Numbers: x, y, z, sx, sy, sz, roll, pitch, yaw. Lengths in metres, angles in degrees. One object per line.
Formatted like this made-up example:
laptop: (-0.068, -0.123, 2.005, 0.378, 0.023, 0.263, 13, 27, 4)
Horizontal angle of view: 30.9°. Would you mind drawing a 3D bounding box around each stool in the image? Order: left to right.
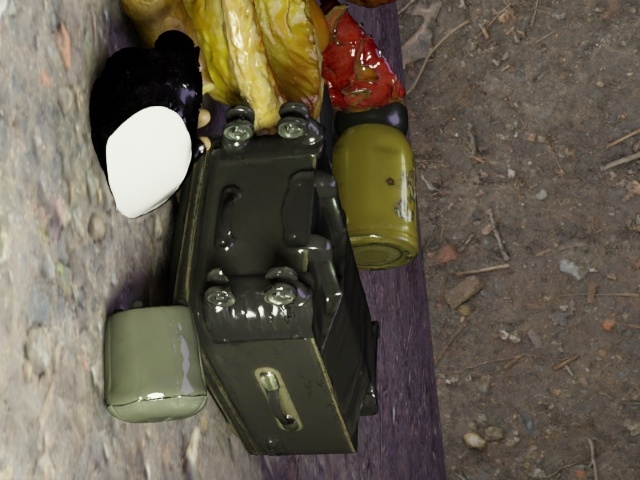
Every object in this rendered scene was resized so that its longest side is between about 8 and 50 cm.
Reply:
stool: (-0.155, 0.113, 1.076, 0.096, 0.096, 0.110, 37, 46, -75)

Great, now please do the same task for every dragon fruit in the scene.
dragon fruit: (0.030, -0.302, 2.032, 0.223, 0.148, 0.218, 51, 4, -38)

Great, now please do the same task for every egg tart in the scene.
egg tart: (-0.093, -0.259, 1.374, 0.319, 0.128, 0.318, -7, 90, -75)

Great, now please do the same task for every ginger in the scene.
ginger: (-0.170, -0.239, 1.156, 0.299, 0.065, 0.118, 72, 0, -56)

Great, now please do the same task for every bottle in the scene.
bottle: (0.101, -0.131, 2.198, 0.171, 0.172, 0.351, 60, 29, -65)

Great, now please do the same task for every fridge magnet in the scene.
fridge magnet: (-0.046, -0.329, 1.707, 0.143, 0.063, 0.143, 28, 43, -30)

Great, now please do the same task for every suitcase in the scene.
suitcase: (-0.049, 0.073, 1.346, 0.434, 0.194, 0.283, 70, 20, -55)

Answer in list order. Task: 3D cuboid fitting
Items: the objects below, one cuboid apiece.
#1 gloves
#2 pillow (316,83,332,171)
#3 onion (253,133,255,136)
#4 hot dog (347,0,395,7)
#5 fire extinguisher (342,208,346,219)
gloves: (-0.156, -0.123, 1.090, 0.203, 0.124, 0.164, -119, -138, -65)
pillow: (-0.036, -0.137, 1.724, 0.161, 0.093, 0.335, 45, 42, -60)
onion: (-0.054, -0.126, 1.586, 0.117, 0.119, 0.118, 44, 40, -43)
hot dog: (0.037, -0.538, 1.822, 0.174, 0.267, 0.387, -51, 147, -8)
fire extinguisher: (0.000, 0.000, 1.953, 0.231, 0.071, 0.099, -80, -170, -53)
